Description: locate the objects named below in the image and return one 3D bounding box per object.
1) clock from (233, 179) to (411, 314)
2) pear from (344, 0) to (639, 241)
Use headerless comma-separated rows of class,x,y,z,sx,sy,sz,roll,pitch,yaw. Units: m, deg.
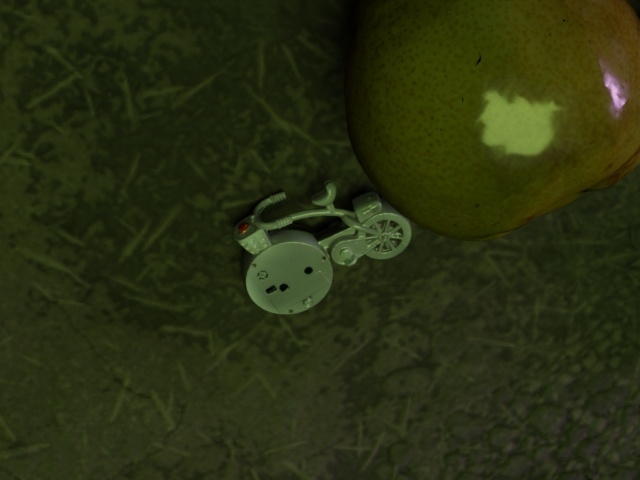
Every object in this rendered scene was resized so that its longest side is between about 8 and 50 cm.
clock,0.000,0.000,1.252,0.129,0.041,0.087,-24,123,6
pear,0.111,-0.107,1.136,0.209,0.209,0.209,-5,118,-10
